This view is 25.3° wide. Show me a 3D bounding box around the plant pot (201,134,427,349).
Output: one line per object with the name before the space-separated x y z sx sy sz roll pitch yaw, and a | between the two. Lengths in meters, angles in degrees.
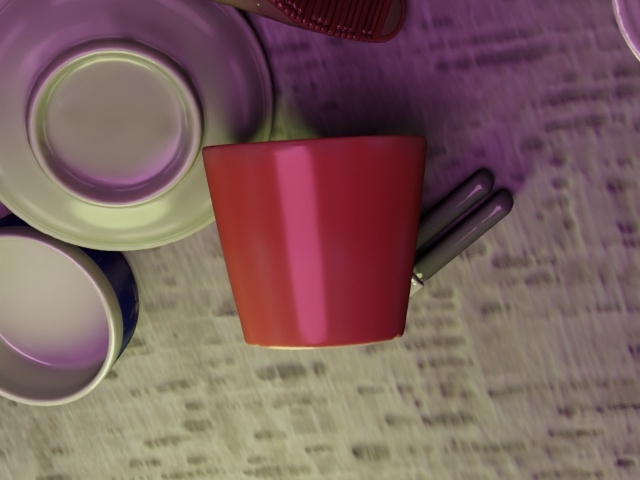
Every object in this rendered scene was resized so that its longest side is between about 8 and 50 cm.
plant pot | 0.000 0.000 1.714 0.274 0.275 0.243 -3 92 17

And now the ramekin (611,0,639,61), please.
ramekin | 0.464 -0.301 1.566 0.277 0.135 0.277 6 115 13

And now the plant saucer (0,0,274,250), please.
plant saucer | -0.255 -0.155 1.781 0.400 0.100 0.401 -2 114 -5

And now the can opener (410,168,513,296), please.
can opener | 0.127 0.021 1.831 0.280 0.093 0.074 -41 97 22

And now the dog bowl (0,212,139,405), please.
dog bowl | -0.393 0.093 1.993 0.264 0.104 0.265 6 114 13

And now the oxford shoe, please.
oxford shoe | -0.064 -0.327 1.713 0.348 0.130 0.123 22 80 -16
